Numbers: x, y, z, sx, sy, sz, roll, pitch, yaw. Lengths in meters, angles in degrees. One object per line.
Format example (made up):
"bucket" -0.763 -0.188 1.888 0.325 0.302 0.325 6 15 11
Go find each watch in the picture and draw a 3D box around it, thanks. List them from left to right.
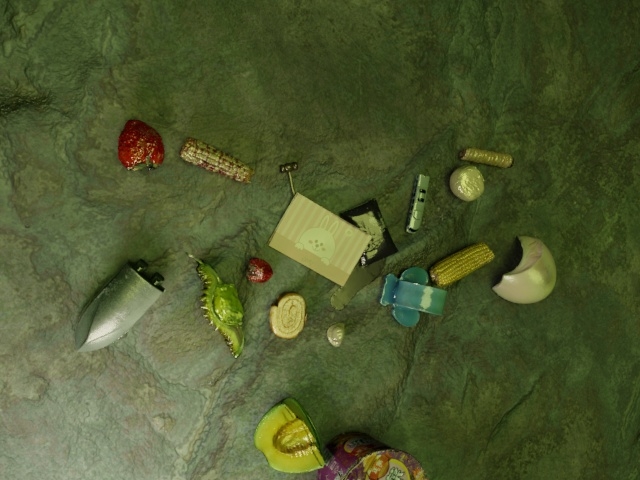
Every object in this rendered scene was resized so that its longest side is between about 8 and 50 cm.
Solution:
"watch" 0.321 0.192 1.881 0.211 0.193 0.211 0 91 -21

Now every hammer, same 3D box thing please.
"hammer" -0.076 -0.110 1.822 0.058 0.029 0.292 -14 98 -16

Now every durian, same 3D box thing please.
"durian" -0.311 0.199 1.710 0.132 0.106 0.375 -25 104 -22

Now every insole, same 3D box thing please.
"insole" 0.128 0.138 1.911 0.253 0.005 0.086 -44 104 -13

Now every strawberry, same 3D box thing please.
"strawberry" -0.518 -0.275 1.610 0.131 0.131 0.148 -2 101 -19
"strawberry" -0.192 0.098 1.763 0.096 0.083 0.083 17 86 -54

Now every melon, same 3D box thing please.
"melon" -0.114 0.625 1.793 0.169 0.129 0.265 -29 105 7

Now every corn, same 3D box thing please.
"corn" -0.313 -0.242 1.704 0.237 0.079 0.079 21 85 -20
"corn" 0.503 0.084 1.992 0.244 0.093 0.093 -25 100 -16

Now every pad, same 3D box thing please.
"pad" 0.000 0.000 1.833 0.300 0.005 0.202 30 90 -13

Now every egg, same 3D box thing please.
"egg" 0.789 0.124 2.057 0.206 0.162 0.271 40 81 -15

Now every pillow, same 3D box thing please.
"pillow" 0.169 -0.027 1.892 0.141 0.055 0.208 -25 100 -10

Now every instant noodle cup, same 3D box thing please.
"instant noodle cup" 0.147 0.792 1.806 0.340 0.266 0.340 0 91 -19

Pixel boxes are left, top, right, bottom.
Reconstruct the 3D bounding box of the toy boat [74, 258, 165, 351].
"toy boat" -0.599 0.202 1.620 0.141 0.092 0.319 44 86 -16

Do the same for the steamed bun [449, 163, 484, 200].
"steamed bun" 0.516 -0.204 1.987 0.112 0.091 0.130 -31 100 -13

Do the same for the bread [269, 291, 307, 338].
"bread" -0.107 0.241 1.797 0.122 0.073 0.149 3 91 -17

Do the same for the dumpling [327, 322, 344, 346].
"dumpling" 0.051 0.315 1.874 0.059 0.043 0.077 16 90 3

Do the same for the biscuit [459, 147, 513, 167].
"biscuit" 0.610 -0.304 2.032 0.219 0.061 0.055 5 69 -19

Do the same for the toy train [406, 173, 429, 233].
"toy train" 0.341 -0.127 1.953 0.043 0.047 0.207 12 87 -18
